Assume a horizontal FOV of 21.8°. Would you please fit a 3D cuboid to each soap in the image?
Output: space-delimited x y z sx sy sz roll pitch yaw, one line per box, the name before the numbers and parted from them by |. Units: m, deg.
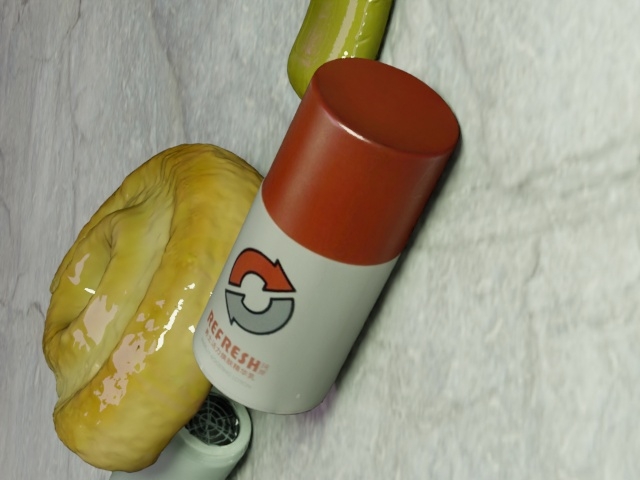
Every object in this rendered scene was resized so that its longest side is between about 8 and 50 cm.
soap | 0.016 -0.152 1.092 0.089 0.045 0.140 41 119 60

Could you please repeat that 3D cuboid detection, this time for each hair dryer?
hair dryer | -0.103 0.099 1.283 0.131 0.073 0.236 125 154 -44

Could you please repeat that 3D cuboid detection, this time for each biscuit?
biscuit | -0.122 0.025 1.209 0.213 0.091 0.274 -52 22 13

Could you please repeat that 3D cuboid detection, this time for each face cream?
face cream | 0.000 0.000 1.014 0.096 0.096 0.214 -108 35 -46
